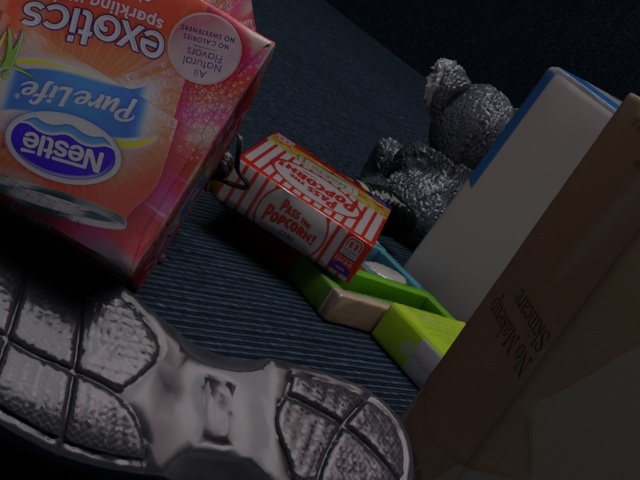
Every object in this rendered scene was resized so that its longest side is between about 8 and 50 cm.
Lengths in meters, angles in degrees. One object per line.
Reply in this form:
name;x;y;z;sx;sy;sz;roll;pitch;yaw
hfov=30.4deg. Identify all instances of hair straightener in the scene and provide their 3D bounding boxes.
hair straightener;-0.115;-0.077;1.002;0.089;0.047;0.230;26;-11;-32

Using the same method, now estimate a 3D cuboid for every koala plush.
koala plush;0.173;-0.103;1.504;0.196;0.221;0.203;34;15;1

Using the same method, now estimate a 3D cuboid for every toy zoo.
toy zoo;0.000;0.000;1.188;0.192;0.030;0.293;18;21;-45

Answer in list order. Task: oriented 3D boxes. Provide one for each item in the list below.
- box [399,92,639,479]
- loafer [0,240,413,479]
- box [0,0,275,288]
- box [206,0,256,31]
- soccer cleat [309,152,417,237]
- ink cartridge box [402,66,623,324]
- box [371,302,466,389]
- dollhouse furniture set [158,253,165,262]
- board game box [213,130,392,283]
box;0.185;0.073;0.799;0.121;0.311;0.148;29;14;-14
loafer;-0.098;0.095;0.621;0.303;0.095;0.109;23;48;-20
box;-0.139;-0.069;0.714;0.154;0.142;0.300;32;-7;-6
box;-0.168;-0.170;1.002;0.128;0.122;0.257;1;17;26
soccer cleat;0.026;-0.046;1.354;0.179;0.060;0.072;27;25;0
ink cartridge box;0.298;-0.016;1.365;0.166;0.285;0.395;41;17;22
box;0.136;0.129;1.041;0.109;0.042;0.178;18;22;-44
dollhouse furniture set;-0.154;-0.056;0.941;0.091;0.081;0.114;25;17;-29
board game box;-0.011;-0.036;1.128;0.147;0.045;0.193;33;15;0
